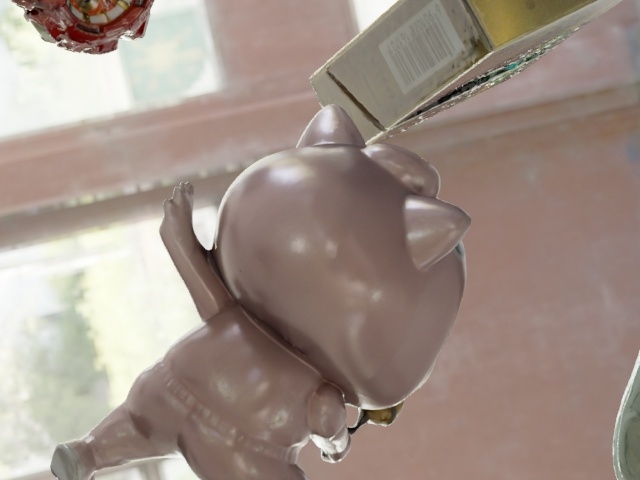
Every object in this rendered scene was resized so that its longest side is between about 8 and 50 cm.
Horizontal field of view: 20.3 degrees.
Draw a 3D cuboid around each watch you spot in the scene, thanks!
[{"bbox_3d":[-0.221,-0.189,1.168,0.268,0.165,0.102,16,91,34],"label":"watch"}]

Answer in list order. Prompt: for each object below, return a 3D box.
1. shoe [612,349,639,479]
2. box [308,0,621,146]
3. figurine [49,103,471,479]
[{"bbox_3d":[0.283,0.115,1.378,0.078,0.079,0.195,151,134,-77],"label":"shoe"},{"bbox_3d":[0.107,-0.141,1.155,0.071,0.159,0.240,60,157,1],"label":"box"},{"bbox_3d":[-0.023,0.065,1.092,0.176,0.287,0.186,32,-178,31],"label":"figurine"}]
